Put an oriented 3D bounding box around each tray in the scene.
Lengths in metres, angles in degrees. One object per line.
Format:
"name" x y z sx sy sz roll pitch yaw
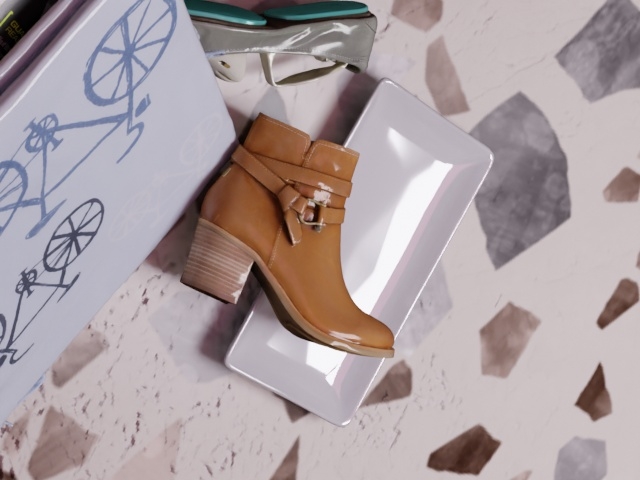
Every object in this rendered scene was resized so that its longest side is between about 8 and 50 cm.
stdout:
"tray" 0.030 0.010 1.610 0.145 0.030 0.270 31 86 -33

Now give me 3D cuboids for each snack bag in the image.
"snack bag" -0.185 -0.032 1.362 0.323 0.037 0.342 -50 160 -12

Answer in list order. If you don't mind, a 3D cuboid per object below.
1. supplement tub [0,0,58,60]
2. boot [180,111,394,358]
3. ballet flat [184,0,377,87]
"supplement tub" -0.295 -0.141 1.267 0.316 0.193 0.193 -51 123 -10
"boot" 0.000 0.000 1.528 0.197 0.073 0.152 26 84 -23
"ballet flat" -0.049 -0.151 1.492 0.213 0.072 0.068 -3 109 -32
